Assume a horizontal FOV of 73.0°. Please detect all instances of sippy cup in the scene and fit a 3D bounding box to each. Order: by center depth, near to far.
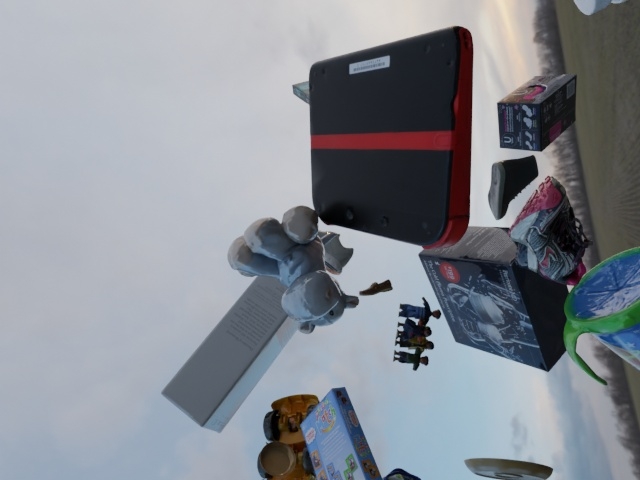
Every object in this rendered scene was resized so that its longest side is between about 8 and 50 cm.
[{"bbox_3d":[0.690,0.167,0.904,0.224,0.305,0.240,44,-137,0],"label":"sippy cup"}]

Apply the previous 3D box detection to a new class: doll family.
[{"bbox_3d":[0.258,0.247,1.148,0.076,0.112,0.192,-56,-29,-69],"label":"doll family"}]

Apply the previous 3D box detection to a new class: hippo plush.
[{"bbox_3d":[-0.060,0.090,0.961,0.294,0.235,0.236,48,-161,-70],"label":"hippo plush"}]

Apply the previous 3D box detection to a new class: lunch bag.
[{"bbox_3d":[0.173,0.633,1.055,0.151,0.128,0.096,24,-159,-48],"label":"lunch bag"}]

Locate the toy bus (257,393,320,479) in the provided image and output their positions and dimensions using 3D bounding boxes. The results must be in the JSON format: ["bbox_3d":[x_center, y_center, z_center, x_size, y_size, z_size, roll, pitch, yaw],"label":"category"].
[{"bbox_3d":[-0.046,0.537,1.090,0.220,0.150,0.211,-84,-25,-51],"label":"toy bus"}]

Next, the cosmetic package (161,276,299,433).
[{"bbox_3d":[-0.240,0.335,1.320,0.453,0.162,0.230,-51,-17,-22],"label":"cosmetic package"}]

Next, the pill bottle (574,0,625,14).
[{"bbox_3d":[0.805,-0.714,1.092,0.161,0.284,0.161,55,-161,-30],"label":"pill bottle"}]

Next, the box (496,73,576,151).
[{"bbox_3d":[0.689,-0.411,1.377,0.247,0.142,0.163,-37,-55,-29],"label":"box"}]

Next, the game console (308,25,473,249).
[{"bbox_3d":[0.106,-0.173,0.795,0.060,0.387,0.341,-10,-74,-35],"label":"game console"}]

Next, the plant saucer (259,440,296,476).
[{"bbox_3d":[-0.098,0.497,0.977,0.083,0.084,0.015,-38,-28,-55],"label":"plant saucer"}]

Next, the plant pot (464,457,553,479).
[{"bbox_3d":[0.535,0.659,1.236,0.236,0.237,0.032,43,-137,-42],"label":"plant pot"}]

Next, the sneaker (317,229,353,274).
[{"bbox_3d":[0.000,0.000,1.502,0.262,0.099,0.121,41,-107,10],"label":"sneaker"}]

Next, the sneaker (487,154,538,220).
[{"bbox_3d":[0.569,-0.148,1.274,0.222,0.118,0.083,71,-173,-49],"label":"sneaker"}]

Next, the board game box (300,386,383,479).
[{"bbox_3d":[0.037,0.413,0.818,0.039,0.160,0.211,3,-136,-32],"label":"board game box"}]

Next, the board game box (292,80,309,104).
[{"bbox_3d":[0.041,-0.372,1.048,0.186,0.126,0.026,-22,-49,-17],"label":"board game box"}]

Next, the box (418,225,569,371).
[{"bbox_3d":[0.496,0.144,1.218,0.179,0.313,0.343,-36,-70,-25],"label":"box"}]

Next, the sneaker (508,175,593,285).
[{"bbox_3d":[0.423,-0.011,0.773,0.120,0.112,0.299,-53,-37,-2],"label":"sneaker"}]

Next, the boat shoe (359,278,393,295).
[{"bbox_3d":[0.274,0.238,2.168,0.064,0.178,0.060,171,86,-80],"label":"boat shoe"}]
